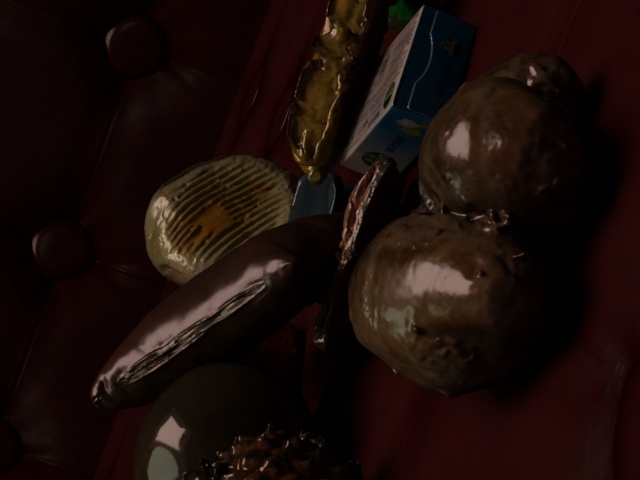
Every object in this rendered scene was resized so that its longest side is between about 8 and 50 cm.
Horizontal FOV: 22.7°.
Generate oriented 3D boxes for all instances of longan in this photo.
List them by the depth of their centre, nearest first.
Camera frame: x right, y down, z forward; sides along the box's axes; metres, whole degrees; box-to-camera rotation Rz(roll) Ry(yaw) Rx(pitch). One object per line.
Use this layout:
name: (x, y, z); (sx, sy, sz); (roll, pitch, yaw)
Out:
longan: (-0.101, 0.256, 1.722); (0.248, 0.248, 0.248); (-160, 90, -79)

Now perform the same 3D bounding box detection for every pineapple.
pineapple: (-0.047, 0.259, 1.546); (0.166, 0.193, 0.166); (-54, 23, 36)

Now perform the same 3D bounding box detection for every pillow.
pillow: (0.045, 0.024, 1.806); (0.126, 0.043, 0.233); (29, -102, -70)
pillow: (-0.093, 0.072, 1.864); (0.308, 0.108, 0.305); (-35, -2, 23)

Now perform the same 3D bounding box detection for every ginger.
ginger: (0.138, -0.021, 1.314); (0.304, 0.155, 0.244); (-63, 4, -3)

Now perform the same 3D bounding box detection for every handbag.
handbag: (0.000, 0.000, 2.104); (0.229, 0.062, 0.179); (-176, 103, -78)

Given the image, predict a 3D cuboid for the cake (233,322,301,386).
cake: (-0.124, 0.202, 2.110); (0.283, 0.150, 0.177); (-78, 9, -52)

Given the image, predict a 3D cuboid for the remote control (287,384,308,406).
remote control: (-0.068, 0.298, 1.869); (0.066, 0.090, 0.266); (8, 77, 49)

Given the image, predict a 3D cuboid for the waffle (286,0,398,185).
waffle: (0.030, -0.226, 1.972); (0.283, 0.065, 0.309); (96, -166, -51)

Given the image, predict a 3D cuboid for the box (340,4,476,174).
box: (0.100, -0.168, 1.868); (0.194, 0.073, 0.139); (135, 154, -65)

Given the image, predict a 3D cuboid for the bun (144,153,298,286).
bun: (-0.128, -0.013, 2.330); (0.153, 0.243, 0.244); (92, -170, -61)

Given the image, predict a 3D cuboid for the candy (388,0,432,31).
candy: (0.125, -0.373, 2.101); (0.141, 0.078, 0.203); (-160, 84, -79)
